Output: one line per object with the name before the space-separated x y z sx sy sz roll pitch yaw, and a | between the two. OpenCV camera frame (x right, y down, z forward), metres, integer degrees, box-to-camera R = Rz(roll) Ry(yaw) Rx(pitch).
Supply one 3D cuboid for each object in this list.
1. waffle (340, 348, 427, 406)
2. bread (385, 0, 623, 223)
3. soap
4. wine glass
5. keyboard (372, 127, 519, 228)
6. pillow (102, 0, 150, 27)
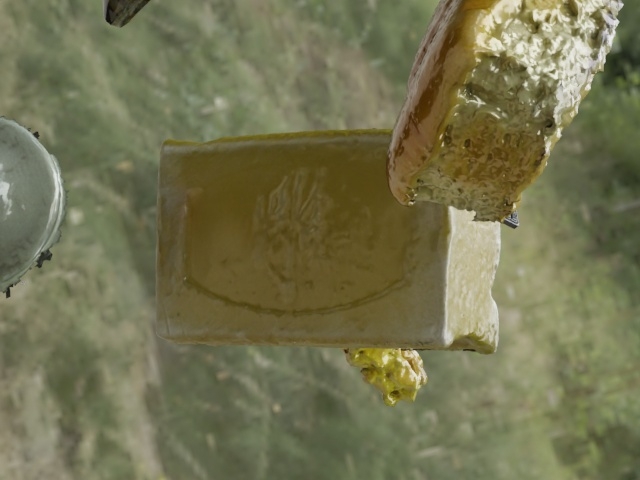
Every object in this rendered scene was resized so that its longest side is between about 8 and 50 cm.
waffle | 0.036 0.075 1.805 0.219 0.057 0.229 49 8 -36
bread | 0.130 -0.129 1.190 0.174 0.121 0.245 -56 -172 45
soap | 0.000 0.000 1.444 0.091 0.315 0.199 1 90 -54
wine glass | -0.343 -0.077 1.331 0.357 0.190 0.190 61 14 -68
keyboard | 0.114 -0.057 1.511 0.010 0.155 0.053 -56 -162 29
pillow | -0.104 -0.290 1.205 0.212 0.052 0.208 -39 -133 44
